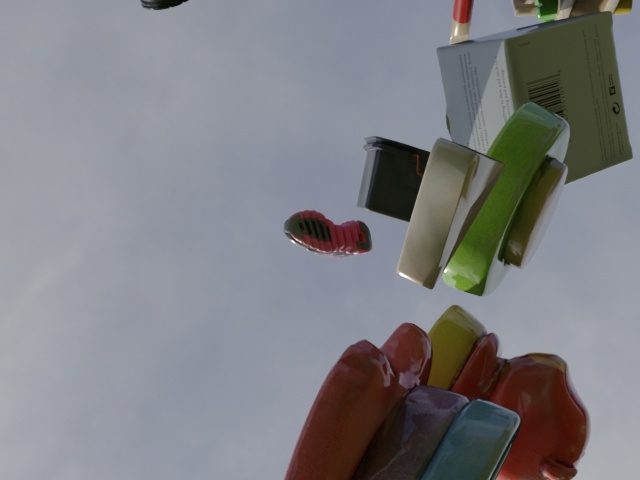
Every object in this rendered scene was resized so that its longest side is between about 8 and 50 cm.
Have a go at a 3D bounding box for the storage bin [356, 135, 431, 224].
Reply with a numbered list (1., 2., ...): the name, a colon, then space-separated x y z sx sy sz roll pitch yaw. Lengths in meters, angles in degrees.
1. storage bin: 0.112 -0.066 1.251 0.135 0.098 0.091 16 -91 -12

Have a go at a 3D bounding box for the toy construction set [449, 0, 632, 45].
1. toy construction set: 0.289 -0.322 1.295 0.309 0.257 0.237 -23 -32 -15

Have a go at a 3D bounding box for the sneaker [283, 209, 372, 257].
1. sneaker: 0.000 0.000 1.101 0.119 0.057 0.047 13 -116 -42

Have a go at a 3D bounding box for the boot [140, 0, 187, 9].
1. boot: -0.178 -0.415 1.261 0.246 0.083 0.161 -62 -33 -33

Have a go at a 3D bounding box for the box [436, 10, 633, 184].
1. box: 0.250 -0.157 1.176 0.182 0.119 0.181 -20 -75 -32

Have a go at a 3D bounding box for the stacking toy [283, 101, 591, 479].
1. stacking toy: 0.114 0.073 0.611 0.309 0.130 0.279 -24 -43 -64
